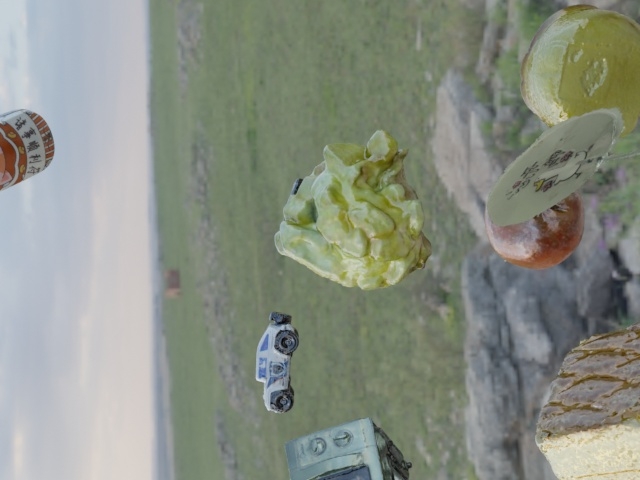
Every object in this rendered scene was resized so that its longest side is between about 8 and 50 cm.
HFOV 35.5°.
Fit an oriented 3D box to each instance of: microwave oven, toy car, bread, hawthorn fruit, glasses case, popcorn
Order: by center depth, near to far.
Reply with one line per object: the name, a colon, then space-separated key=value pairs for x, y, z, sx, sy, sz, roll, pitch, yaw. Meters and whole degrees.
microwave oven: x=0.054 y=0.338 z=1.197 sx=0.163 sy=0.129 sz=0.205 roll=52 pitch=-158 yaw=-54
popcorn: x=0.050 y=-0.032 z=1.241 sx=0.187 sy=0.167 sz=0.185 roll=-22 pitch=52 yaw=57
glasses case: x=-0.521 y=-0.111 z=1.485 sx=0.067 sy=0.267 sz=0.103 roll=24 pitch=136 yaw=48
bread: x=0.519 y=0.275 z=1.571 sx=0.207 sy=0.279 sz=0.279 roll=56 pitch=-142 yaw=-15
toy car: x=-0.074 y=0.208 z=1.712 sx=0.080 sy=0.070 sz=0.170 roll=-107 pitch=21 yaw=-86
bread: x=0.530 y=-0.323 z=1.948 sx=0.148 sy=0.270 sz=0.270 roll=-134 pitch=44 yaw=-69
hawthorn fruit: x=0.513 y=-0.045 z=2.353 sx=0.235 sy=0.263 sz=0.231 roll=22 pitch=92 yaw=39

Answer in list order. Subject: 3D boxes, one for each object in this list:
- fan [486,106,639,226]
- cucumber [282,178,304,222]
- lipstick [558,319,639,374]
fan: x=0.391 y=-0.115 z=1.450 sx=0.012 sy=0.415 sz=0.233 roll=57 pitch=138 yaw=26
cucumber: x=0.000 y=0.000 z=1.534 sx=0.115 sy=0.193 sz=0.086 roll=-28 pitch=38 yaw=46
lipstick: x=0.577 y=0.223 z=1.914 sx=0.076 sy=0.371 sz=0.080 roll=-28 pitch=82 yaw=39
